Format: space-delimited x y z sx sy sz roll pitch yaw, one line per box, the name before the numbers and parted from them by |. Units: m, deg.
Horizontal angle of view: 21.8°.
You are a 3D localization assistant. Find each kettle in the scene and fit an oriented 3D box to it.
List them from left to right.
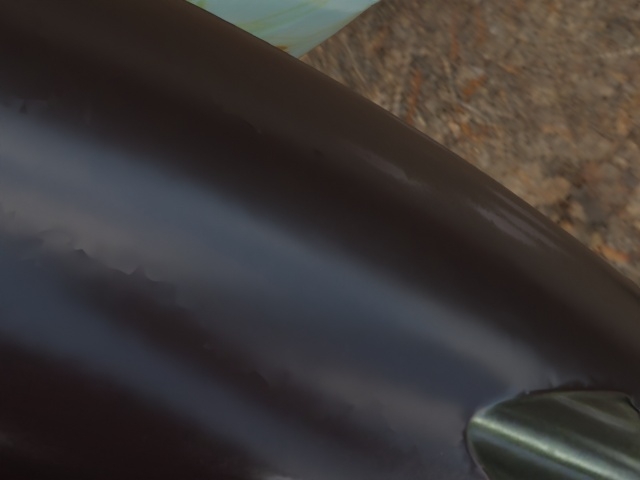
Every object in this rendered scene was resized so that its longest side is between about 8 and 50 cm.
kettle | -0.033 0.024 0.449 0.232 0.202 0.144 24 81 -19

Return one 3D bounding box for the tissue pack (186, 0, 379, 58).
tissue pack | -0.184 -0.161 1.038 0.287 0.388 0.162 -26 78 36
